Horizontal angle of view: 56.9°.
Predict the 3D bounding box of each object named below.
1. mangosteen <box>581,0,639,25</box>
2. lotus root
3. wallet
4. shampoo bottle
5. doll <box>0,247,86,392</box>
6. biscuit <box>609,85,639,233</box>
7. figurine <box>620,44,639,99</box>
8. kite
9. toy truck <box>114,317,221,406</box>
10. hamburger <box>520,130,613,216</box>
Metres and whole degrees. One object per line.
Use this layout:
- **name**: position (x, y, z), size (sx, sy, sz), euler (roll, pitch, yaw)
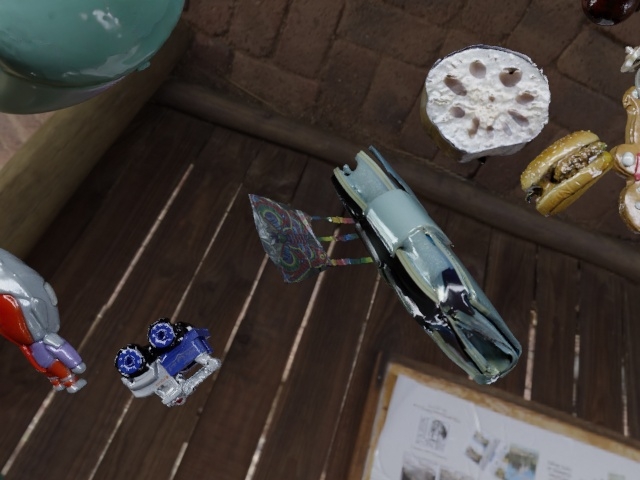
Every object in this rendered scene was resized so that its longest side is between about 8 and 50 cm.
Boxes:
- **mangosteen**: position (0.585, -0.489, 1.155), size (0.140, 0.140, 0.140), euler (13, 144, 10)
- **lotus root**: position (0.353, -0.278, 1.316), size (0.273, 0.271, 0.192), euler (15, 163, 7)
- **wallet**: position (0.109, 0.022, 0.638), size (0.075, 0.250, 0.176), euler (-37, 137, 10)
- **shampoo bottle**: position (-0.196, -0.189, 0.446), size (0.151, 0.222, 0.350), euler (49, 171, -25)
- **doll**: position (-0.355, 0.089, 0.711), size (0.102, 0.075, 0.227), euler (-8, 113, 35)
- **biscuit**: position (0.759, -0.177, 1.350), size (0.216, 0.339, 0.047), euler (25, 164, -15)
- **figurine**: position (0.432, -0.183, 0.695), size (0.154, 0.132, 0.132), euler (38, 143, -3)
- **kite**: position (0.000, 0.000, 0.961), size (0.015, 0.152, 0.286), euler (-36, 157, 33)
- **toy truck**: position (-0.344, 0.286, 1.366), size (0.177, 0.213, 0.161), euler (50, 180, 11)
- **hamburger**: position (0.494, -0.139, 1.195), size (0.182, 0.191, 0.118), euler (-45, 78, 14)
